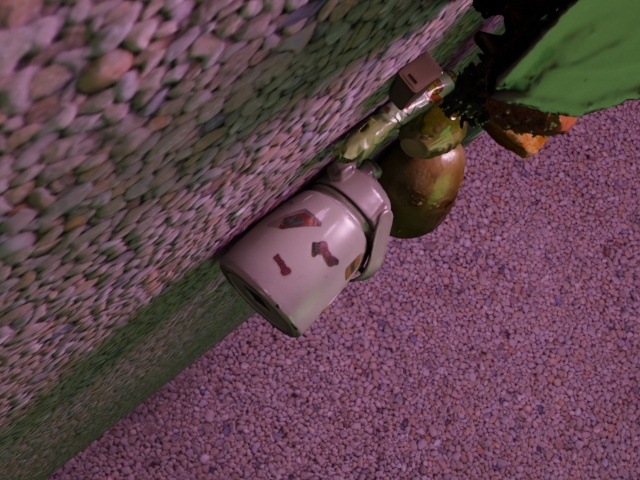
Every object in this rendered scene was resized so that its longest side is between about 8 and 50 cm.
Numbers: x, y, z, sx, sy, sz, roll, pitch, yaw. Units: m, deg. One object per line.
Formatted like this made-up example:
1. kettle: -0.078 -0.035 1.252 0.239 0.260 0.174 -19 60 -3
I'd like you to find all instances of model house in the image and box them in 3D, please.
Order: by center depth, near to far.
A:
1. model house: 0.350 -0.316 0.833 0.317 0.297 0.282 -48 -145 32

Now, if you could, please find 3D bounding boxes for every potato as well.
1. potato: 0.234 -0.141 1.697 0.269 0.219 0.359 -48 170 -11

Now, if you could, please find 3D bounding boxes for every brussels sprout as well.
1. brussels sprout: 0.244 -0.236 1.440 0.155 0.117 0.155 -47 -178 2

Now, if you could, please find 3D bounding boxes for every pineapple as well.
1. pineapple: 0.330 -0.274 1.245 0.279 0.157 0.158 15 -142 40

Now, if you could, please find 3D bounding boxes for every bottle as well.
1. bottle: 0.000 0.000 1.302 0.351 0.229 0.229 -46 177 -18

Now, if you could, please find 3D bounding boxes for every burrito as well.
1. burrito: 0.124 -0.210 1.193 0.288 0.054 0.104 -39 177 -23

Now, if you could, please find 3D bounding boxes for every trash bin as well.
1. trash bin: 0.145 -0.247 1.070 0.061 0.043 0.092 -38 178 -13

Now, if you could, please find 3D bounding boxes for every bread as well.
1. bread: 0.461 -0.329 1.622 0.195 0.149 0.344 -54 150 8

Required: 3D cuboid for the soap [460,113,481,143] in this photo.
1. soap: 0.439 -0.353 1.927 0.173 0.095 0.289 -41 175 22
